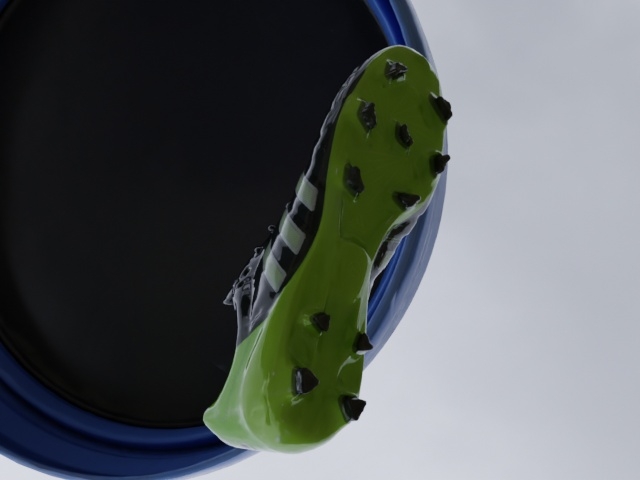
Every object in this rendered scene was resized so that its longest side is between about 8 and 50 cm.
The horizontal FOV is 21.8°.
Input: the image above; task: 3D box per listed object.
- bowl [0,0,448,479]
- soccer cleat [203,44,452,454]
[{"bbox_3d":[-0.107,-0.049,1.007,0.077,0.391,0.391,10,-123,-66],"label":"bowl"},{"bbox_3d":[0.000,0.000,0.651,0.060,0.072,0.179,37,-121,-31],"label":"soccer cleat"}]
